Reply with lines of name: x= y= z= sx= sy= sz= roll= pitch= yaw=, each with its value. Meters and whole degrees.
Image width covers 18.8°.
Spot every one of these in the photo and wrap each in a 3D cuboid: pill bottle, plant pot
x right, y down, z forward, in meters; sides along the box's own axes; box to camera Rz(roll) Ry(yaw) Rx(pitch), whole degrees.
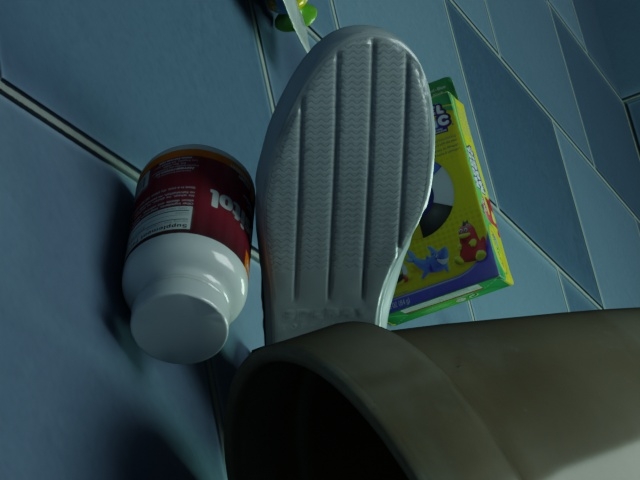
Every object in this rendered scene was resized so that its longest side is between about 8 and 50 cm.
pill bottle: x=-0.090 y=0.010 z=1.315 sx=0.086 sy=0.086 sz=0.152 roll=57 pitch=22 yaw=-35
plant pot: x=0.133 y=0.174 z=1.257 sx=0.323 sy=0.280 sz=0.323 roll=42 pitch=-37 yaw=43

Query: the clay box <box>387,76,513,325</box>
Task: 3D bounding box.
clay box: x=0.092 y=-0.044 z=1.845 sx=0.053 sy=0.127 sz=0.222 roll=28 pitch=44 yaw=-65

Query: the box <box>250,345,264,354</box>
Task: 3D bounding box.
box: x=-0.032 y=0.130 z=1.469 sx=0.083 sy=0.018 sz=0.067 roll=63 pitch=19 yaw=-22

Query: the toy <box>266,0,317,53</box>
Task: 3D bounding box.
toy: x=-0.069 y=-0.286 z=1.752 sx=0.137 sy=0.056 sz=0.237 roll=-95 pitch=162 yaw=-49

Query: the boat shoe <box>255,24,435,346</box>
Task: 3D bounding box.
boat shoe: x=0.000 y=0.000 z=1.377 sx=0.119 sy=0.121 sz=0.335 roll=-114 pitch=-150 yaw=-65
